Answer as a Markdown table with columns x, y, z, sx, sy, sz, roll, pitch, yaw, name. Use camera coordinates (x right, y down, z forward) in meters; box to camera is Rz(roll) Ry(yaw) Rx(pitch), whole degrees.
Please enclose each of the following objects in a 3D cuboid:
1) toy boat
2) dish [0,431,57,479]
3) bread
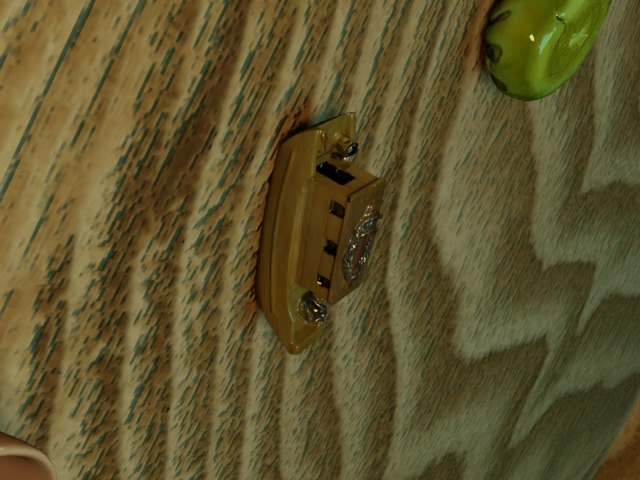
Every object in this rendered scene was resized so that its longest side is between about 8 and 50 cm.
| x | y | z | sx | sy | sz | roll | pitch | yaw | name |
| --- | --- | --- | --- | --- | --- | --- | --- | --- | --- |
| 0.000 | 0.000 | 1.029 | 0.057 | 0.077 | 0.200 | -34 | 146 | -46 | toy boat |
| -0.243 | 0.176 | 0.745 | 0.213 | 0.090 | 0.213 | -41 | 148 | -33 | dish |
| 0.190 | -0.184 | 1.195 | 0.139 | 0.071 | 0.130 | -60 | 153 | 5 | bread |
